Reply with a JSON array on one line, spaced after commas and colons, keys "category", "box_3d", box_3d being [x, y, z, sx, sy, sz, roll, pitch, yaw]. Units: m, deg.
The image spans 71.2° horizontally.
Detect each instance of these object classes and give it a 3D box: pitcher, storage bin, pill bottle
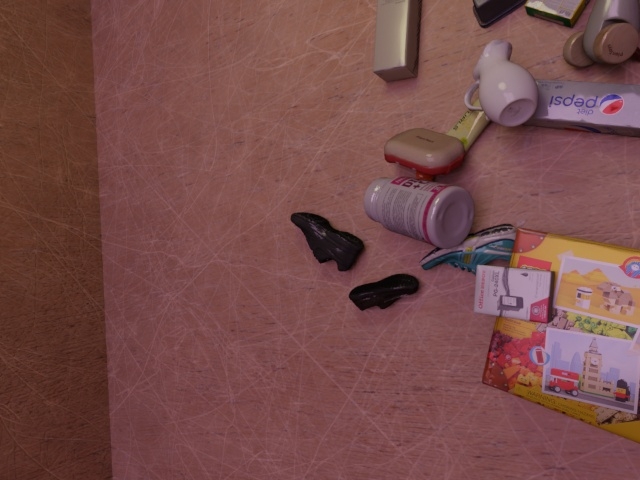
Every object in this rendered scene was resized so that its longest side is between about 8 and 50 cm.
[{"category": "pitcher", "box_3d": [0.431, -0.358, 1.098, 0.177, 0.125, 0.207, 117, 153, -49]}, {"category": "storage bin", "box_3d": [0.467, -0.657, 1.191, 0.135, 0.091, 0.098, -25, 73, 29]}, {"category": "pill bottle", "box_3d": [0.254, -0.087, 1.211, 0.283, 0.160, 0.160, 24, 101, 53]}]

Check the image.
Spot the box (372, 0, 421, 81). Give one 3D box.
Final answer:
[{"category": "box", "box_3d": [0.232, -0.631, 1.342, 0.113, 0.094, 0.275, 4, 90, 34]}]

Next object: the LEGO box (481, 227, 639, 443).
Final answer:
[{"category": "LEGO box", "box_3d": [0.654, 0.205, 0.948, 0.500, 0.193, 0.372, 14, 95, 33]}]

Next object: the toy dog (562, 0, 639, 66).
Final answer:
[{"category": "toy dog", "box_3d": [0.695, -0.529, 0.983, 0.220, 0.161, 0.333, -89, 11, -47]}]

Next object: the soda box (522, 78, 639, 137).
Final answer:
[{"category": "soda box", "box_3d": [0.630, -0.314, 1.060, 0.286, 0.091, 0.098, 17, 97, 33]}]

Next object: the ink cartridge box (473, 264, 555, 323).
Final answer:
[{"category": "ink cartridge box", "box_3d": [0.413, 0.112, 0.960, 0.150, 0.063, 0.109, 4, 89, 34]}]

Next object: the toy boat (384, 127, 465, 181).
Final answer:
[{"category": "toy boat", "box_3d": [0.288, -0.220, 1.264, 0.231, 0.151, 0.151, 32, 143, 42]}]

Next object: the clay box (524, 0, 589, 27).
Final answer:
[{"category": "clay box", "box_3d": [0.628, -0.660, 1.107, 0.127, 0.053, 0.222, 38, 106, 29]}]

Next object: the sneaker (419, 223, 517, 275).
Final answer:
[{"category": "sneaker", "box_3d": [0.392, 0.044, 1.190, 0.275, 0.107, 0.110, -18, 94, 37]}]

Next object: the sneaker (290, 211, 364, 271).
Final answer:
[{"category": "sneaker", "box_3d": [0.000, 0.000, 1.451, 0.286, 0.109, 0.130, 34, 111, 32]}]

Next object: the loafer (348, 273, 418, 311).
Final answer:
[{"category": "loafer", "box_3d": [0.195, 0.160, 1.336, 0.220, 0.080, 0.078, -16, 111, 31]}]

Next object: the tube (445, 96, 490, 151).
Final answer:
[{"category": "tube", "box_3d": [0.426, -0.332, 1.218, 0.240, 0.062, 0.070, -52, 18, 26]}]
